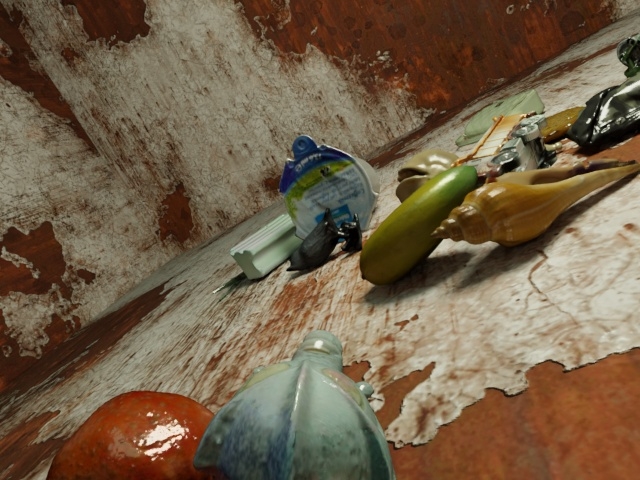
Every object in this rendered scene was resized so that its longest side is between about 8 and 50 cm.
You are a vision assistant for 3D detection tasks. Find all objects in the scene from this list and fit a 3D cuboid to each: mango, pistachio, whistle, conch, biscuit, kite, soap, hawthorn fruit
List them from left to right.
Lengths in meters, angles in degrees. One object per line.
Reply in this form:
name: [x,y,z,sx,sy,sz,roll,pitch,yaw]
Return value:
hawthorn fruit: [-0.126,0.226,0.410,0.285,0.165,0.165,-3,27,45]
kite: [-0.249,0.121,1.438,0.229,0.012,0.250,-26,14,24]
soap: [-0.142,0.009,1.420,0.172,0.095,0.289,-13,19,46]
whistle: [-0.013,0.161,0.444,0.142,0.134,0.346,-17,2,5]
mango: [0.148,-0.020,0.736,0.137,0.091,0.238,-31,-20,-52]
pistachio: [0.235,-0.121,1.004,0.143,0.144,0.215,-31,6,-7]
conch: [0.306,-0.050,0.665,0.329,0.093,0.109,-13,16,-11]
biscuit: [0.532,-0.258,1.099,0.187,0.027,0.188,-29,13,7]

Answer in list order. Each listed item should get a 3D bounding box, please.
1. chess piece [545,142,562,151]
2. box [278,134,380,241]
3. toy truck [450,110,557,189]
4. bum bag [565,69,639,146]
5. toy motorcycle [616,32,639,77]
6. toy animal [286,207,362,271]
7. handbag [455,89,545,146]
chess piece: [0.447,-0.179,0.964,0.092,0.035,0.035,-18,16,31]
box: [0.037,-0.151,1.288,0.262,0.292,0.206,-28,1,26]
toy truck: [0.328,-0.139,0.842,0.135,0.114,0.270,-7,29,45]
bum bag: [0.603,-0.270,0.821,0.340,0.095,0.144,-30,17,28]
toy motorcycle: [0.824,-0.470,1.081,0.205,0.127,0.275,-31,5,-8]
toy animal: [-0.005,0.000,1.105,0.209,0.117,0.121,-25,19,12]
handbag: [0.526,-0.360,1.430,0.219,0.079,0.256,-35,11,-7]
